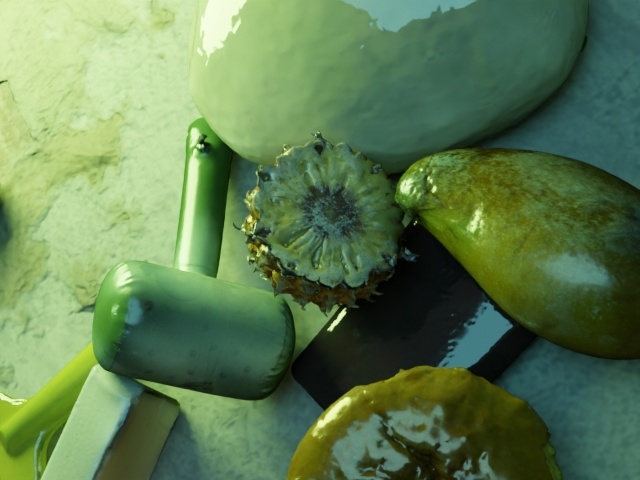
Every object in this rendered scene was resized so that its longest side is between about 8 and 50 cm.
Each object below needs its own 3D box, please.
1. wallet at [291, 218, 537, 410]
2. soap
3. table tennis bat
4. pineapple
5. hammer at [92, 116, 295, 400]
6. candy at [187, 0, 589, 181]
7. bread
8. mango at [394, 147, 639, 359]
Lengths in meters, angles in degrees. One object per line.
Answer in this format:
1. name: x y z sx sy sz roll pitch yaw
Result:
1. wallet: 0.095 0.105 1.469 0.182 0.049 0.229 43 92 25
2. soap: -0.223 0.231 1.499 0.063 0.121 0.183 21 81 23
3. table tennis bat: -0.351 0.230 1.587 0.368 0.054 0.224 -41 64 8
4. pineapple: -0.004 0.001 1.468 0.176 0.137 0.161 45 66 7
5. hammer: -0.123 0.001 1.530 0.206 0.119 0.336 14 57 -17
6. candy: 0.047 -0.251 1.527 0.427 0.186 0.386 -34 70 12
7. bread: 0.102 0.237 1.350 0.268 0.146 0.268 0 85 5
8. mango: 0.220 0.003 1.386 0.316 0.146 0.193 26 42 21
